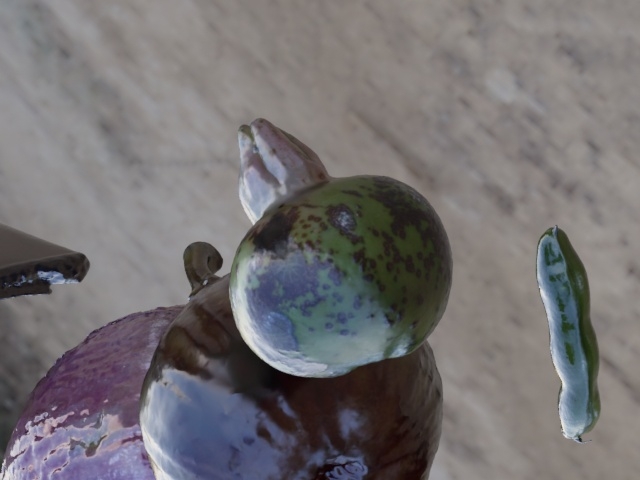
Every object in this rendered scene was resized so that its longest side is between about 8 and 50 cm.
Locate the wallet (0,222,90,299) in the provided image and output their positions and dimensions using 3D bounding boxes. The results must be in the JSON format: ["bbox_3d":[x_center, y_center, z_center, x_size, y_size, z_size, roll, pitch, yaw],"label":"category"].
[{"bbox_3d":[-0.346,0.020,1.898,0.229,0.182,0.049,16,110,50],"label":"wallet"}]

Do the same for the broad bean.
[{"bbox_3d":[0.242,0.098,1.917,0.065,0.046,0.254,-131,27,-59],"label":"broad bean"}]

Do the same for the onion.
[{"bbox_3d":[-0.186,0.163,1.675,0.348,0.267,0.159,-22,106,22],"label":"onion"}]

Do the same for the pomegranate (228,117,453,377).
[{"bbox_3d":[0.001,0.010,1.188,0.163,0.138,0.125,43,144,37],"label":"pomegranate"}]

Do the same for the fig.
[{"bbox_3d":[-0.052,0.089,1.462,0.217,0.217,0.321,59,171,-34],"label":"fig"}]
